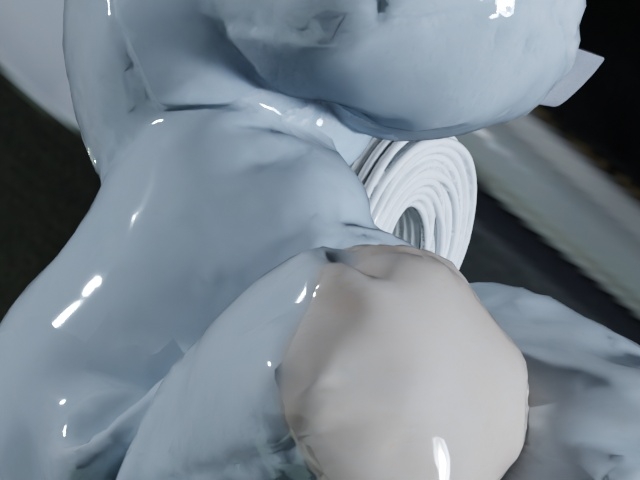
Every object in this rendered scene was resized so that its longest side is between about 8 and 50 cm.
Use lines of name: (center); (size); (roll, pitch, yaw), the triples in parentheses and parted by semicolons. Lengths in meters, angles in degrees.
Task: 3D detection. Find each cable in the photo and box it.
cable: (0.048, 0.010, 1.698); (0.089, 0.257, 0.257); (19, -81, 26)

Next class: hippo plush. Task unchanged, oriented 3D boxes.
hippo plush: (0.000, 0.000, 0.600); (0.294, 0.236, 0.234); (-13, -28, 37)

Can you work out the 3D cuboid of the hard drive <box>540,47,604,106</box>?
hard drive: (0.054, -0.152, 1.267); (0.255, 0.054, 0.172); (11, 13, -44)
